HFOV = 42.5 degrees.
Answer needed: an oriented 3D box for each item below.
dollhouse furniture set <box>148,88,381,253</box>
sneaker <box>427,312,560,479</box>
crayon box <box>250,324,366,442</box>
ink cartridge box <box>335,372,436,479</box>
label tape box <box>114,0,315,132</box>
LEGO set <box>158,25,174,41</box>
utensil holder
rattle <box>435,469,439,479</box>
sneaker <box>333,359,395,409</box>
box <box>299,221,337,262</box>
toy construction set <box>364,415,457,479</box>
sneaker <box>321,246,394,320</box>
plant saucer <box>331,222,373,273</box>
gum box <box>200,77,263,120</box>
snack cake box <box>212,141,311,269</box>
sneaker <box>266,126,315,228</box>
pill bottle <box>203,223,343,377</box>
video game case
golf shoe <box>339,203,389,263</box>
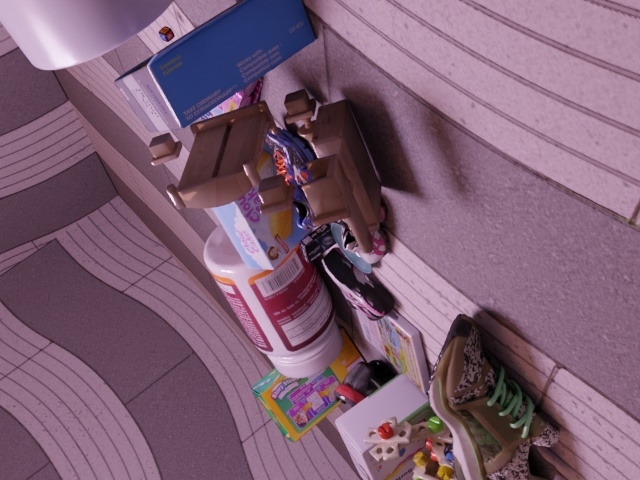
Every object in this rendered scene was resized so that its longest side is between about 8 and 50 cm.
[{"bbox_3d":[-0.101,-0.062,1.257,0.303,0.356,0.173,-82,-28,-52],"label":"dollhouse furniture set"},{"bbox_3d":[0.303,0.276,1.357,0.182,0.158,0.410,2,134,30],"label":"sneaker"},{"bbox_3d":[-0.019,0.364,2.121,0.165,0.278,0.081,57,163,-15],"label":"crayon box"},{"bbox_3d":[0.173,0.468,1.925,0.117,0.201,0.278,45,164,41],"label":"ink cartridge box"},{"bbox_3d":[-0.144,-0.260,1.172,0.105,0.241,0.334,58,164,-17],"label":"label tape box"},{"bbox_3d":[-0.222,-0.331,1.654,0.244,0.060,0.182,41,162,4],"label":"LEGO set"},{"bbox_3d":[-0.459,-0.525,1.360,0.328,0.328,0.385,34,157,50],"label":"utensil holder"},{"bbox_3d":[0.254,0.552,2.215,0.199,0.143,0.130,-123,38,-53],"label":"rattle"},{"bbox_3d":[0.143,0.368,2.012,0.098,0.135,0.276,23,173,39],"label":"sneaker"},{"bbox_3d":[0.000,0.000,1.629,0.018,0.083,0.067,46,163,29],"label":"box"},{"bbox_3d":[0.244,0.461,1.761,0.215,0.151,0.327,6,151,42],"label":"toy construction set"},{"bbox_3d":[0.064,0.097,1.651,0.178,0.072,0.077,49,149,17],"label":"sneaker"},{"bbox_3d":[0.066,0.010,1.577,0.119,0.021,0.119,47,163,19],"label":"plant saucer"},{"bbox_3d":[-0.177,-0.273,1.516,0.107,0.062,0.188,42,155,4],"label":"gum box"},{"bbox_3d":[-0.135,-0.088,1.665,0.089,0.152,0.264,4,132,43],"label":"snack cake box"},{"bbox_3d":[-0.046,-0.113,1.507,0.221,0.087,0.083,58,163,-19],"label":"sneaker"},{"bbox_3d":[-0.097,0.129,1.938,0.224,0.224,0.392,34,155,50],"label":"pill bottle"},{"bbox_3d":[0.149,0.202,1.754,0.206,0.026,0.227,41,160,38],"label":"video game case"},{"bbox_3d":[0.067,-0.010,1.411,0.067,0.086,0.186,43,163,29],"label":"golf shoe"}]
